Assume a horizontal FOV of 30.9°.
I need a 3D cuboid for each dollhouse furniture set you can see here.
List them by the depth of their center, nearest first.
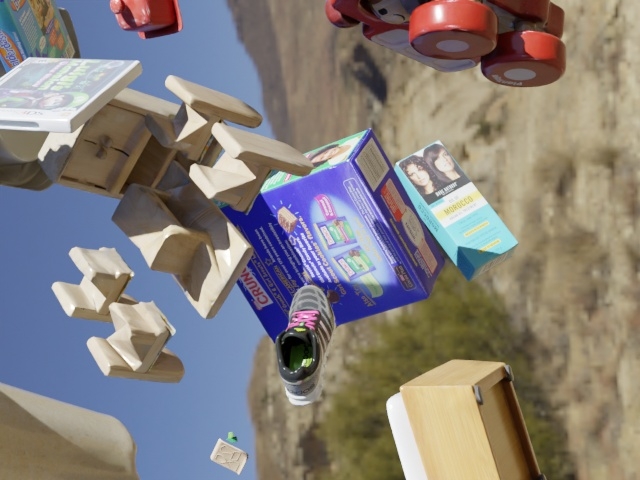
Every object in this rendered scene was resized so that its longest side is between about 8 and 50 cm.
[{"bbox_3d":[-0.197,-0.048,1.663,0.394,0.256,0.362,47,113,40],"label":"dollhouse furniture set"}]

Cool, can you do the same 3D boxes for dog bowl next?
[{"bbox_3d":[-0.503,-0.250,1.863,0.349,0.102,0.348,2,-90,-76],"label":"dog bowl"}]

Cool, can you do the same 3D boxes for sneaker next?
[{"bbox_3d":[-0.020,0.123,1.491,0.075,0.063,0.170,70,-156,-54],"label":"sneaker"}]

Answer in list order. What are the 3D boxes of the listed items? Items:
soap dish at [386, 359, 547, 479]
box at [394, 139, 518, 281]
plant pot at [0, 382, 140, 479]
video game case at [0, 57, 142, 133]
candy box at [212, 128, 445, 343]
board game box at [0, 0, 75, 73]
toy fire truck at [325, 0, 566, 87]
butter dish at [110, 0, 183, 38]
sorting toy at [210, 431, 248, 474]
[{"bbox_3d":[0.199,0.274,1.512,0.291,0.118,0.229,-2,-105,-71],"label":"soap dish"},{"bbox_3d":[0.238,-0.055,2.064,0.244,0.100,0.060,55,161,19],"label":"box"},{"bbox_3d":[-0.402,0.304,1.420,0.305,0.334,0.333,16,-115,-41],"label":"plant pot"},{"bbox_3d":[-0.346,-0.189,1.480,0.190,0.173,0.022,-57,-33,-54],"label":"video game case"},{"bbox_3d":[0.000,0.000,1.896,0.268,0.317,0.122,60,-147,-18],"label":"candy box"},{"bbox_3d":[-0.439,-0.323,1.732,0.160,0.047,0.210,-82,-16,-47],"label":"board game box"},{"bbox_3d":[0.142,-0.278,1.391,0.302,0.254,0.169,13,-105,-40],"label":"toy fire truck"},{"bbox_3d":[-0.377,-0.489,2.373,0.118,0.160,0.160,-23,-74,-40],"label":"butter dish"},{"bbox_3d":[-0.155,0.371,2.038,0.012,0.062,0.083,-55,-8,-53],"label":"sorting toy"}]
